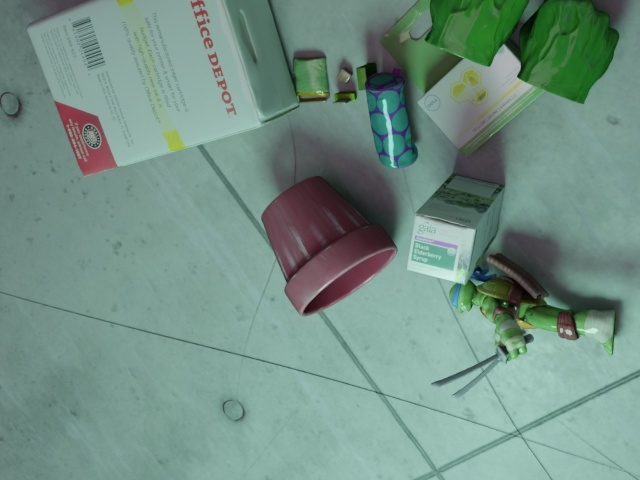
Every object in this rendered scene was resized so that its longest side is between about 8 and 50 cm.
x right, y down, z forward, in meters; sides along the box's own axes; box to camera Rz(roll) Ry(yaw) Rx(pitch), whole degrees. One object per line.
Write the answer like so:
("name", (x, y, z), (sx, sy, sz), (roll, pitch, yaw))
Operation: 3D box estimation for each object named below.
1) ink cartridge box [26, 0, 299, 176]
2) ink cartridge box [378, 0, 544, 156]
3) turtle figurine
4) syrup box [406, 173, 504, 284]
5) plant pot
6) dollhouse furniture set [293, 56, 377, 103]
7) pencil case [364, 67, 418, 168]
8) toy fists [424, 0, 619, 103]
("ink cartridge box", (-0.261, -0.294, 1.712), (0.384, 0.160, 0.279), (-11, 103, 28))
("ink cartridge box", (0.216, -0.274, 1.589), (0.235, 0.056, 0.171), (48, 120, -2))
("turtle figurine", (0.332, 0.171, 1.630), (0.266, 0.275, 0.198), (5, 145, 17))
("syrup box", (0.214, -0.022, 1.578), (0.093, 0.237, 0.096), (14, 114, 16))
("plant pot", (0.000, 0.000, 1.712), (0.201, 0.201, 0.180), (-42, 75, 29))
("dollhouse furniture set", (0.015, -0.263, 1.673), (0.151, 0.058, 0.076), (0, 109, 22))
("pencil case", (0.115, -0.195, 1.636), (0.064, 0.070, 0.152), (24, 139, 43))
("toy fists", (0.295, -0.312, 1.477), (0.279, 0.096, 0.142), (22, 108, -1))
